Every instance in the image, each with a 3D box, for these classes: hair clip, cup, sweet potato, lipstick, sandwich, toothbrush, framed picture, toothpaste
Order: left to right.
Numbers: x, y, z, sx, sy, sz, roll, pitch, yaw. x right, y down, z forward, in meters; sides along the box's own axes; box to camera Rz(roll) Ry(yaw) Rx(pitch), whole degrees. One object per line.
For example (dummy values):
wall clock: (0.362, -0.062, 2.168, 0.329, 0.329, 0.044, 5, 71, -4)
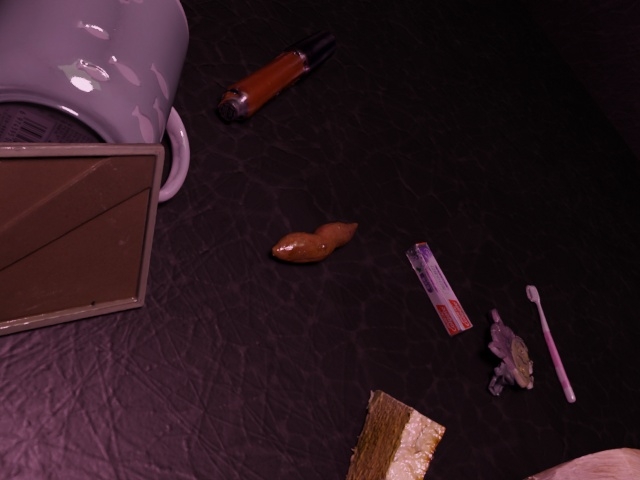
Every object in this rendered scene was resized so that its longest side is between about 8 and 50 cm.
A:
framed picture: (-0.334, 0.003, 0.638, 0.324, 0.240, 0.020, -10, 34, -42)
cup: (-0.305, -0.183, 0.801, 0.356, 0.260, 0.274, 52, 31, -46)
lipstick: (-0.081, -0.350, 1.202, 0.077, 0.077, 0.418, 44, 44, -5)
sweet potato: (0.001, 0.003, 1.028, 0.219, 0.051, 0.065, -16, 69, -44)
sandwich: (0.114, 0.281, 0.836, 0.058, 0.162, 0.193, 36, 43, -9)
toothpaste: (0.240, 0.097, 1.165, 0.047, 0.040, 0.196, -12, 69, -41)
hair clip: (0.382, 0.239, 1.168, 0.146, 0.056, 0.187, 50, 39, -8)
toothbrush: (0.523, 0.229, 1.315, 0.025, 0.020, 0.286, 8, 55, -25)

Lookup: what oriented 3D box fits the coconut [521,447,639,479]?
coconut: (0.442, 0.482, 0.814, 0.347, 0.360, 0.346, 21, 47, -25)
